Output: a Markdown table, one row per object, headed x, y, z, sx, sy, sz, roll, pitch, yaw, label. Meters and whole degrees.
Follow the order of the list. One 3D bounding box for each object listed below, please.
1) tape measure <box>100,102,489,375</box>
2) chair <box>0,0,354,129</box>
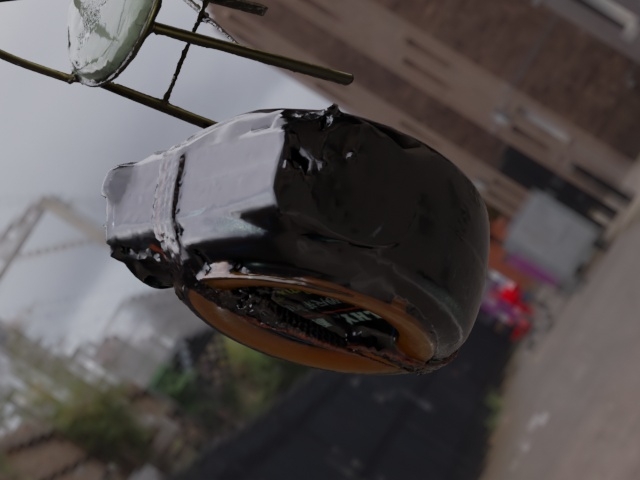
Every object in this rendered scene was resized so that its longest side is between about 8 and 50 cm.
| x | y | z | sx | sy | sz | roll | pitch | yaw | label |
| --- | --- | --- | --- | --- | --- | --- | --- | --- | --- |
| 0.000 | 0.000 | 1.248 | 0.202 | 0.223 | 0.135 | -13 | 55 | 44 | tape measure |
| -0.151 | -0.175 | 1.442 | 0.170 | 0.325 | 0.160 | -34 | 49 | 50 | chair |
